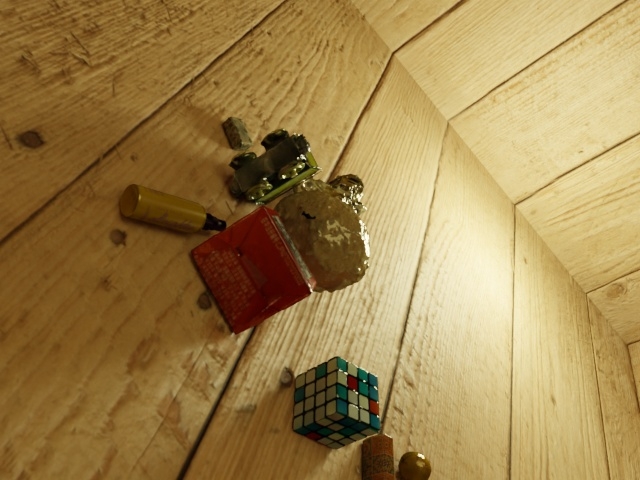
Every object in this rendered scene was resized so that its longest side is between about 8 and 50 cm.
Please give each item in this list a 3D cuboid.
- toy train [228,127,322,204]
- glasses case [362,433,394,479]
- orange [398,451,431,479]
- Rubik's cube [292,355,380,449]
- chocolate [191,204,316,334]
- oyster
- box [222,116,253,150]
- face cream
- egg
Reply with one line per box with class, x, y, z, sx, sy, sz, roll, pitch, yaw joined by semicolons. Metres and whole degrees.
toy train;-0.130;-0.205;1.774;0.134;0.261;0.177;64;19;8
glasses case;0.144;0.602;1.607;0.049;0.075;0.218;32;40;-29
orange;0.253;0.615;1.734;0.095;0.085;0.085;39;36;-15
Rubik's cube;0.039;0.398;1.566;0.151;0.155;0.154;34;39;-32
chocolate;-0.152;0.069;1.531;0.237;0.235;0.108;60;22;5
oyster;0.020;-0.143;2.038;0.351;0.115;0.237;21;47;-43
box;-0.246;-0.316;1.898;0.062;0.045;0.098;-6;67;-56
face cream;-0.339;-0.063;1.529;0.273;0.078;0.078;17;50;-46
egg;0.000;0.000;1.766;0.310;0.279;0.279;52;31;15
